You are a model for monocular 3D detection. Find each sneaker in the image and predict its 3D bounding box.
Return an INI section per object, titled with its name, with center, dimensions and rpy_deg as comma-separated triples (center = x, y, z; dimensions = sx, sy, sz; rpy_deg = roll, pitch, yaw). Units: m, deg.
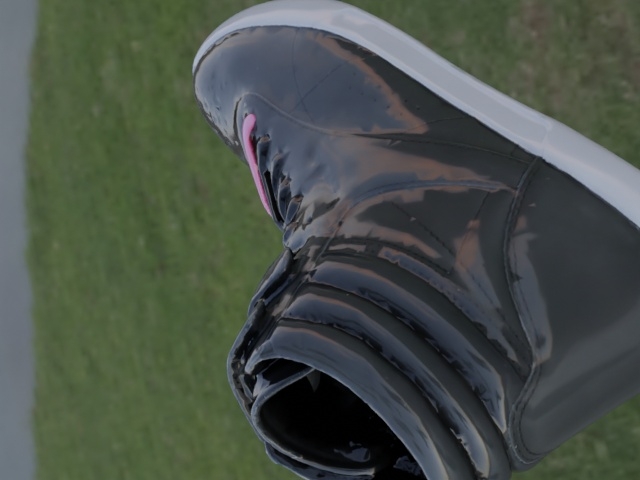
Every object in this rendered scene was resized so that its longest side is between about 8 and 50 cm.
[sneaker]
center = 0.000, 0.000, 0.617
dimensions = 0.296, 0.147, 0.104
rpy_deg = 32, 152, 45
